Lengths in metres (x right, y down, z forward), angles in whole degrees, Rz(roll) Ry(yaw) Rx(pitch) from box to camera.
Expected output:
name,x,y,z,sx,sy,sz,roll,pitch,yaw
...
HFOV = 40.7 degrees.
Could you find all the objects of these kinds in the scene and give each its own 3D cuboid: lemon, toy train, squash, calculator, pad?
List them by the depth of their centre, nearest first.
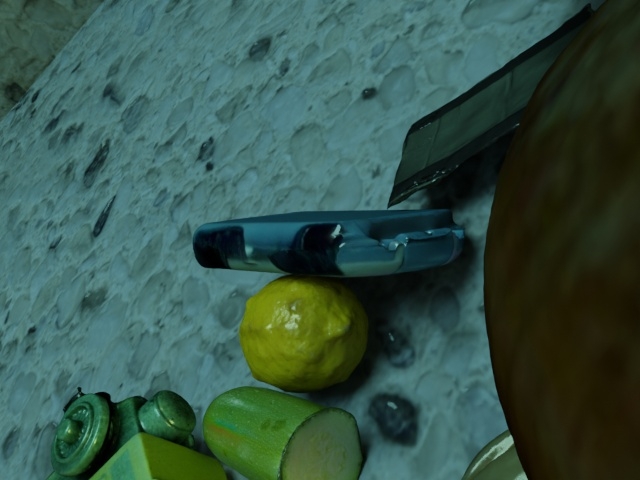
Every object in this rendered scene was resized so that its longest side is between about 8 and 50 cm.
name,x,y,z,sx,sy,sz,roll,pitch,yaw
squash,-0.052,0.179,0.793,0.188,0.095,0.095,7,66,52
lemon,-0.020,0.087,0.817,0.155,0.114,0.114,-18,47,54
pad,0.165,-0.126,0.824,0.233,0.022,0.174,-33,21,29
calculator,0.000,0.000,0.834,0.293,0.172,0.051,1,98,49
toy train,-0.245,0.321,0.862,0.369,0.150,0.237,-45,41,15

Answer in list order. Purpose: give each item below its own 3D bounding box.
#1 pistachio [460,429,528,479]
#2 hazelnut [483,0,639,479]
name,x,y,z,sx,sy,sz,roll,pitch,yaw
pistachio,0.153,0.171,0.543,0.184,0.124,0.124,-35,38,11
hazelnut,0.253,0.022,0.362,0.359,0.359,0.410,-38,42,21
